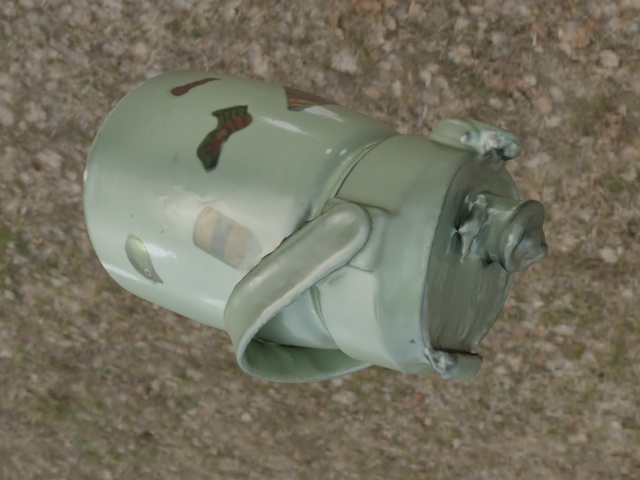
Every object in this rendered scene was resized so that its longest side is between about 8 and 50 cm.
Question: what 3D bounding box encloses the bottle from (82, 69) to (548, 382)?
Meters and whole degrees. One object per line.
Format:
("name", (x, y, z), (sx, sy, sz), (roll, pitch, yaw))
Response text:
("bottle", (0.000, 0.000, 0.724), (0.351, 0.229, 0.229), (18, 148, 38))
